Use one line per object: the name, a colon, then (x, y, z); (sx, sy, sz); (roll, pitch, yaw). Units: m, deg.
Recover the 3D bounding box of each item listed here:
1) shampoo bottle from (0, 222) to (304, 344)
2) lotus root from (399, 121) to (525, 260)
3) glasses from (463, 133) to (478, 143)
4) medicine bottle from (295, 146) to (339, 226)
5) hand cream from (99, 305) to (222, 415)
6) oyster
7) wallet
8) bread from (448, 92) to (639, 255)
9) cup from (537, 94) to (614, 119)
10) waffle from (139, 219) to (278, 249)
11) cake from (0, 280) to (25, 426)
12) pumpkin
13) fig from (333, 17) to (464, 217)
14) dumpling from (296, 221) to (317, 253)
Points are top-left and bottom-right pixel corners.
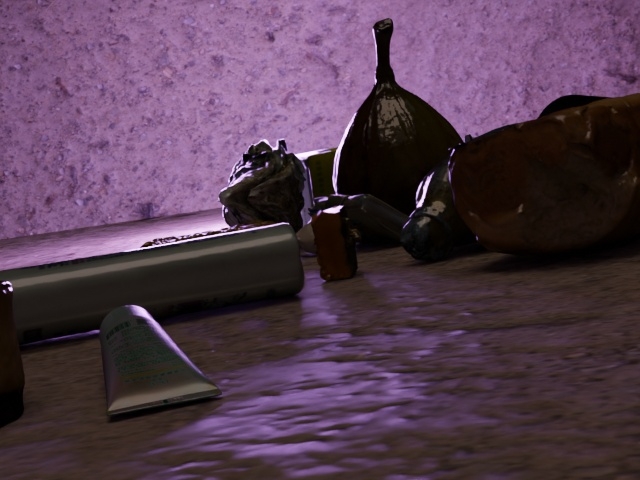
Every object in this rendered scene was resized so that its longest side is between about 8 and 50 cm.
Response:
shampoo bottle: (-0.204, 0.048, 1.193); (0.360, 0.078, 0.134); (-10, 2, -13)
lotus root: (0.209, -0.065, 1.410); (0.322, 0.139, 0.158); (-16, 9, -40)
glasses: (0.249, -0.084, 1.810); (0.063, 0.140, 0.103); (-14, 29, 33)
medicine bottle: (0.069, -0.100, 2.035); (0.250, 0.137, 0.141); (-12, 6, -22)
hand cream: (-0.127, 0.090, 0.834); (0.076, 0.047, 0.174); (-10, 14, -16)
oyster: (-0.089, -0.066, 1.760); (0.158, 0.162, 0.351); (-29, 1, 7)
wallet: (0.058, -0.026, 1.603); (0.110, 0.039, 0.155); (28, -14, -27)
bread: (0.299, -0.067, 1.249); (0.344, 0.148, 0.195); (-15, -4, -43)
cup: (0.484, -0.157, 1.847); (0.239, 0.166, 0.177); (-12, 10, -26)
waffle: (-0.139, 0.018, 1.459); (0.193, 0.070, 0.197); (-12, 6, -25)
cake: (-0.309, 0.051, 0.810); (0.185, 0.178, 0.208); (-10, 8, -23)
pumpkin: (0.021, 0.001, 1.316); (0.054, 0.083, 0.074); (-11, 8, 10)
fig: (0.121, -0.175, 1.763); (0.217, 0.320, 0.217); (-4, 5, 0)
dumpling: (0.000, 0.002, 1.604); (0.076, 0.057, 0.052); (-32, 46, -5)
